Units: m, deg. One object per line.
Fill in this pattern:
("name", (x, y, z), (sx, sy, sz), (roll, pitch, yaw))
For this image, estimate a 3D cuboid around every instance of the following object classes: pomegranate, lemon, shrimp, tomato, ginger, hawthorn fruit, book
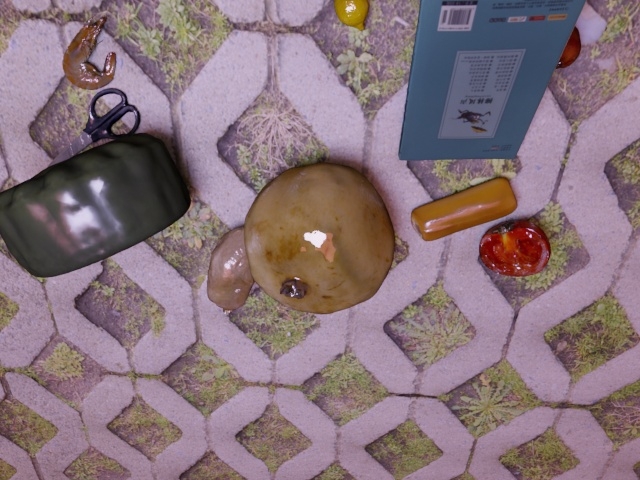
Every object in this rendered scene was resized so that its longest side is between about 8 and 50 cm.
("pomegranate", (0.000, 0.000, 0.920), (0.333, 0.332, 0.332), (1, 117, 3))
("lemon", (0.060, -0.449, 0.821), (0.065, 0.065, 0.092), (-23, 115, 14))
("shrimp", (-0.474, -0.386, 0.895), (0.095, 0.045, 0.162), (39, 111, -16))
("tomato", (0.467, 0.009, 1.021), (0.159, 0.091, 0.139), (-19, 107, 42))
("ginger", (-0.207, 0.070, 1.063), (0.152, 0.138, 0.267), (31, 110, -18))
("hawthorn fruit", (0.462, -0.385, 0.830), (0.081, 0.081, 0.093), (1, 88, 3))
("book", (0.297, -0.292, 0.811), (0.264, 0.031, 0.379), (2, 146, 3))

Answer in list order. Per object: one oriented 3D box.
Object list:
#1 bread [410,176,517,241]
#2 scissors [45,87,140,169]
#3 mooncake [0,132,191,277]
("bread", (0.332, -0.066, 0.998), (0.239, 0.074, 0.092), (-21, 119, 14))
("scissors", (-0.544, -0.235, 0.990), (0.300, 0.022, 0.109), (-30, 108, 18))
("mooncake", (-0.464, -0.084, 0.880), (0.356, 0.356, 0.194), (-16, 110, 11))
